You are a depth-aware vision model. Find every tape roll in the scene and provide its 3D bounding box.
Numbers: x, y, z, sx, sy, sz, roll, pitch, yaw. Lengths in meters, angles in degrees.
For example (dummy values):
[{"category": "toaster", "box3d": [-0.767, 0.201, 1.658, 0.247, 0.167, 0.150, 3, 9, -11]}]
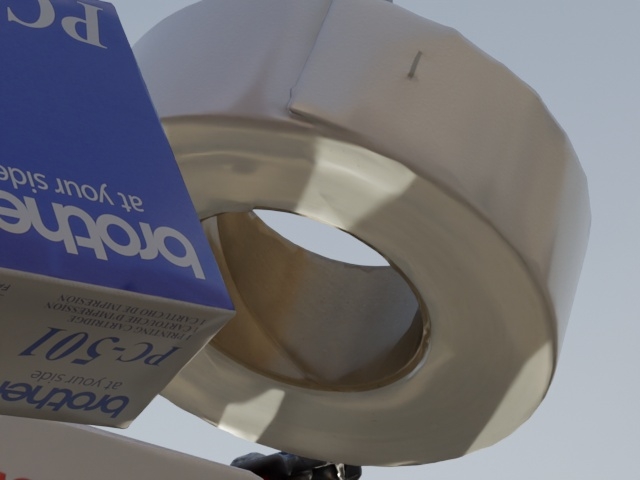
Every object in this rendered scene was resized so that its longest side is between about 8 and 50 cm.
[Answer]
[{"category": "tape roll", "box3d": [0.000, 0.000, 0.951, 0.286, 0.100, 0.286, 13, -40, 11]}]

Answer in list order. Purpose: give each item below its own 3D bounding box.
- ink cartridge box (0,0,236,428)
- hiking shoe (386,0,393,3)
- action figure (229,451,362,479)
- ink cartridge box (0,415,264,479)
[{"category": "ink cartridge box", "box3d": [-0.120, -0.025, 0.329, 0.207, 0.097, 0.046, 14, -49, -42]}, {"category": "hiking shoe", "box3d": [-0.009, -0.199, 1.276, 0.086, 0.114, 0.227, -27, -29, 28]}, {"category": "action figure", "box3d": [-0.082, 0.232, 1.107, 0.341, 0.178, 0.330, -12, -11, -24]}, {"category": "ink cartridge box", "box3d": [-0.135, 0.187, 0.545, 0.115, 0.273, 0.198, -14, -27, 43]}]
